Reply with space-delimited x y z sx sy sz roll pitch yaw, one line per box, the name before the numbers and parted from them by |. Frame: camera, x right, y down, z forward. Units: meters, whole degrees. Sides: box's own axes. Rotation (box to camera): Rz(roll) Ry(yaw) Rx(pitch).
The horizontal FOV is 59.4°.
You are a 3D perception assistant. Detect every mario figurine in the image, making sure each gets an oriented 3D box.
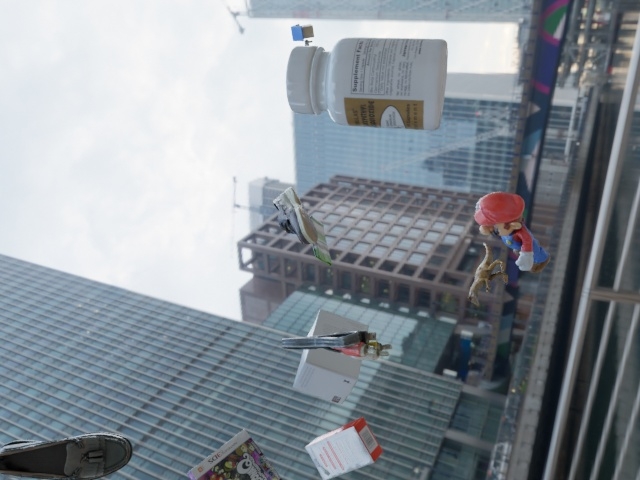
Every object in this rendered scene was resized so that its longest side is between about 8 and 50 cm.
mario figurine | 0.559 -0.018 1.703 0.320 0.198 0.170 41 -107 -34

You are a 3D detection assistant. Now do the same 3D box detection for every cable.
cable | 0.017 0.255 1.317 0.139 0.287 0.072 14 -112 -60

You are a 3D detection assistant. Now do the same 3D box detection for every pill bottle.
pill bottle | 0.071 -0.238 0.847 0.131 0.229 0.131 6 -90 -77

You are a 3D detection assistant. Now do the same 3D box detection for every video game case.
video game case | -0.233 0.701 1.622 0.210 0.232 0.042 -27 -20 -42

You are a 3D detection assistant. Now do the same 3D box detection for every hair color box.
hair color box | 0.054 0.490 1.316 0.053 0.167 0.093 -20 -102 -57

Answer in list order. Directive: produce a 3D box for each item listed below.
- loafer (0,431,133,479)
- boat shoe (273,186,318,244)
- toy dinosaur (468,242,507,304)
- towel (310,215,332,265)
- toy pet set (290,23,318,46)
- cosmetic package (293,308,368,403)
loafer | -0.522 0.443 1.128 0.084 0.267 0.096 121 146 -75
boat shoe | -0.083 -0.063 1.703 0.103 0.092 0.285 54 -173 -36
toy dinosaur | 0.469 0.077 1.573 0.064 0.112 0.212 48 -121 -37
towel | 0.000 0.000 1.837 0.113 0.023 0.152 29 -139 -59
toy pet set | -0.048 -0.589 1.688 0.122 0.065 0.114 -111 10 -61
cosmetic package | 0.030 0.323 1.562 0.151 0.151 0.184 111 178 -46
